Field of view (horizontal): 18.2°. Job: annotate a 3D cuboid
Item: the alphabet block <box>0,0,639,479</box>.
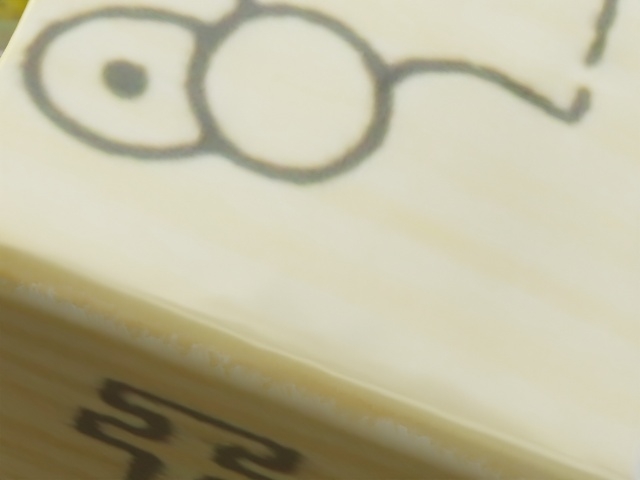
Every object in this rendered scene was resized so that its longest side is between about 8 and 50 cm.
[{"bbox_3d":[0.000,0.000,0.602,0.197,0.192,0.193,22,-30,-2],"label":"alphabet block"}]
